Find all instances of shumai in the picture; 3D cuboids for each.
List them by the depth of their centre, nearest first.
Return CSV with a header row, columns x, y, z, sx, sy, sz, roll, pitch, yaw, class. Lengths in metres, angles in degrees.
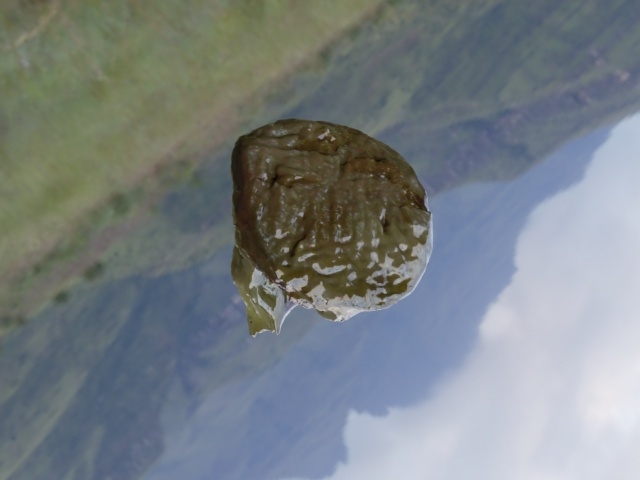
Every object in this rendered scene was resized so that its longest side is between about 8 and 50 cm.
x,y,z,sx,sy,sz,roll,pitch,yaw,class
-0.001,-0.012,0.792,0.123,0.139,0.105,-12,168,-20,shumai
